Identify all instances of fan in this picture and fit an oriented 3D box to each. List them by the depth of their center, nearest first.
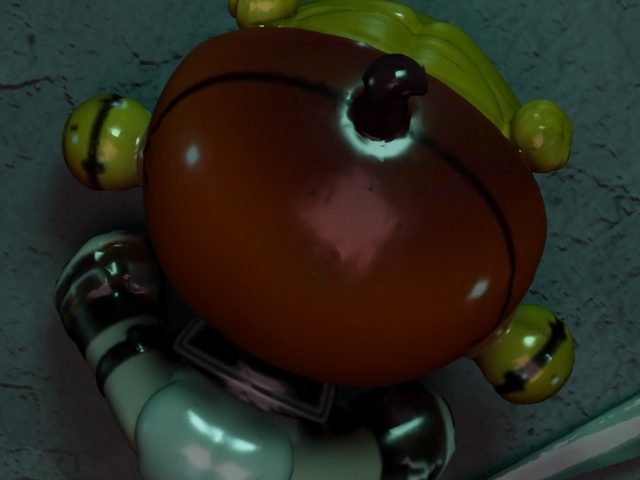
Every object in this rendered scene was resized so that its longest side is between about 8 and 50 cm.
[{"bbox_3d":[0.155,0.132,0.959,0.282,0.023,0.057,-23,111,12],"label":"fan"}]

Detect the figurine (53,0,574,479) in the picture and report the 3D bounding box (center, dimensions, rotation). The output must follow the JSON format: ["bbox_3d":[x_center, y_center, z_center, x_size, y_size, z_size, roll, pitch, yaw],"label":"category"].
[{"bbox_3d":[-0.002,0.004,0.820,0.320,0.196,0.323,25,123,1],"label":"figurine"}]
